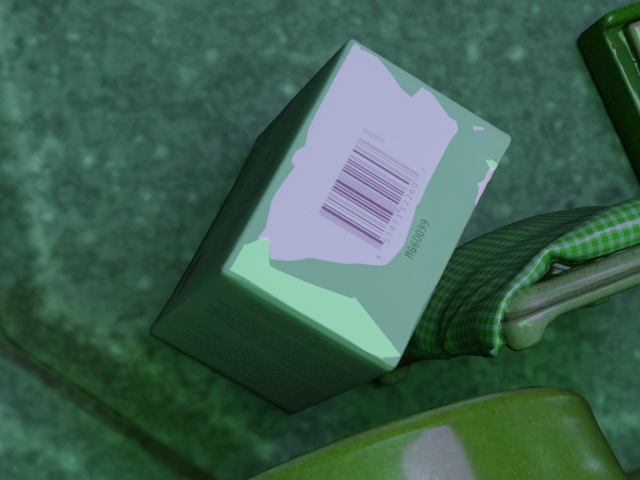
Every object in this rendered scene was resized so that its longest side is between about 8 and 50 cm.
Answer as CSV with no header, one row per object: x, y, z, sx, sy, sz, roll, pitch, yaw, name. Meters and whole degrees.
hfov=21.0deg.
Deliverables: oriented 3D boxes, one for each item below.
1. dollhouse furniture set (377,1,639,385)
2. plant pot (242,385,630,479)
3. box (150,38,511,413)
0.156,-0.050,0.886,0.301,0.197,0.151,-19,87,-20,dollhouse furniture set
0.072,0.264,0.740,0.366,0.366,0.353,-15,73,-19,plant pot
0.000,0.000,0.842,0.091,0.170,0.130,30,72,-8,box
